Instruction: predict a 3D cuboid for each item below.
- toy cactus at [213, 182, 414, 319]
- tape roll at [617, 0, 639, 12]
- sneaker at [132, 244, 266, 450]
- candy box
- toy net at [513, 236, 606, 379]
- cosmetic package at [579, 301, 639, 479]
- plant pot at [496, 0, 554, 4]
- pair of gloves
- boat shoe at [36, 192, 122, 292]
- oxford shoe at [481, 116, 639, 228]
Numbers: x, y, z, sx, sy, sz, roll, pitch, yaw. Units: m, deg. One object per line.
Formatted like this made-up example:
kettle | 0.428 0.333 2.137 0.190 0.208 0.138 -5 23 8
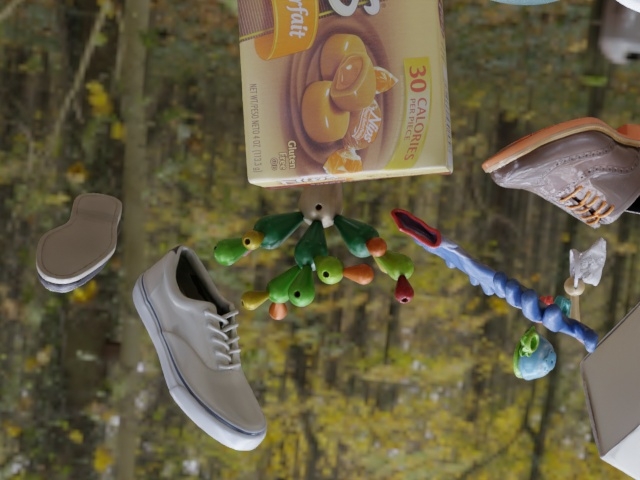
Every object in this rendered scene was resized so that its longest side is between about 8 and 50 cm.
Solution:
toy cactus | 0.000 0.000 1.370 0.218 0.181 0.112 0 146 15
tape roll | 0.409 -0.399 1.423 0.246 0.246 0.169 5 -142 -1
sneaker | -0.129 0.114 1.397 0.094 0.091 0.258 1 -134 -49
candy box | 0.020 -0.213 1.147 0.182 0.317 0.087 -4 178 9
toy net | 0.329 0.081 1.744 0.045 0.232 0.122 13 153 39
cosmetic package | 0.397 0.185 1.144 0.296 0.129 0.153 33 -152 -14
plant pot | 0.325 -0.464 1.845 0.290 0.290 0.195 10 170 45
pair of gloves | 0.143 0.036 1.003 0.198 0.023 0.159 34 -177 27
boat shoe | -0.254 0.015 1.331 0.075 0.065 0.206 12 -156 -2
oxford shoe | 0.374 -0.089 1.759 0.363 0.133 0.130 -5 163 -40
